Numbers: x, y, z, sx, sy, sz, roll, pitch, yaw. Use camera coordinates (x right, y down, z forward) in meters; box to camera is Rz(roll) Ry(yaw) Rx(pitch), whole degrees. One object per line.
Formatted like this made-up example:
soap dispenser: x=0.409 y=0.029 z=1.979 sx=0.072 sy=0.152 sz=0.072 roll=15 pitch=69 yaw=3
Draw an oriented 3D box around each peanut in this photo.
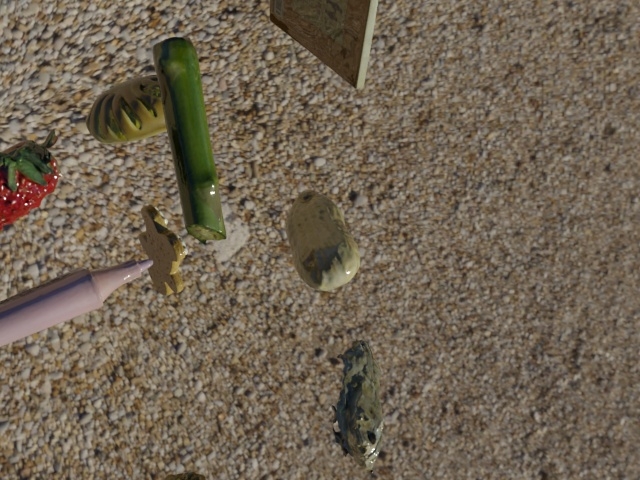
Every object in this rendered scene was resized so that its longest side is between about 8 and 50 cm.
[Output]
peanut: x=0.000 y=0.000 z=1.508 sx=0.152 sy=0.313 sz=0.152 roll=-9 pitch=129 yaw=-12

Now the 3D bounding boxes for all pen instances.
pen: x=-0.216 y=0.053 z=0.493 sx=0.197 sy=0.053 sz=0.032 roll=-24 pitch=102 yaw=-29

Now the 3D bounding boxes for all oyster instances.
oyster: x=0.073 y=0.274 z=1.115 sx=0.133 sy=0.072 sz=0.209 roll=40 pitch=58 yaw=-50

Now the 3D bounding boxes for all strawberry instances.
strawberry: x=-0.395 y=-0.058 z=0.807 sx=0.192 sy=0.140 sz=0.085 roll=-41 pitch=113 yaw=-24

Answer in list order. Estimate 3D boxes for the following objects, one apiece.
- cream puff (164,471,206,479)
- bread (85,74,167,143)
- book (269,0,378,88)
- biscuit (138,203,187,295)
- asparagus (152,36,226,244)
cream puff: x=-0.206 y=0.378 z=0.977 sx=0.083 sy=0.058 sz=0.083 roll=-39 pitch=143 yaw=-13
bread: x=-0.348 y=-0.255 z=1.265 sx=0.213 sy=0.213 sz=0.104 roll=-28 pitch=119 yaw=-21
book: x=-0.002 y=-0.244 z=0.668 sx=0.012 sy=0.172 sz=0.118 roll=-21 pitch=139 yaw=-28
biscuit: x=-0.320 y=0.033 z=1.352 sx=0.035 sy=0.240 sz=0.158 roll=-26 pitch=68 yaw=-28
asparagus: x=-0.174 y=-0.129 z=0.882 sx=0.060 sy=0.067 sz=0.277 roll=-12 pitch=96 yaw=-26
